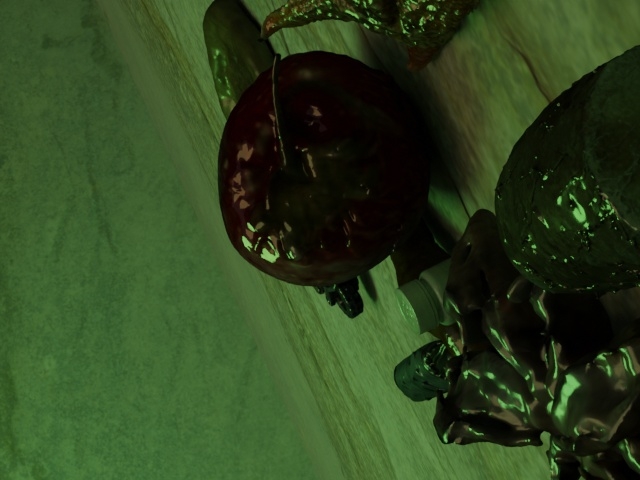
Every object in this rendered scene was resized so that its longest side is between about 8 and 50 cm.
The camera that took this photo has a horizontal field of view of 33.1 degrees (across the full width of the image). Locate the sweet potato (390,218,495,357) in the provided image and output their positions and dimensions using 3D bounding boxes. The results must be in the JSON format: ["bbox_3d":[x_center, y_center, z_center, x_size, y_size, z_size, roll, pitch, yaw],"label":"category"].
[{"bbox_3d":[0.099,0.038,0.915,0.067,0.067,0.274,78,170,-45],"label":"sweet potato"}]

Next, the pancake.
[{"bbox_3d":[-0.089,-0.176,1.412,0.294,0.049,0.294,159,90,-79],"label":"pancake"}]

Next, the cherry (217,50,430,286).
[{"bbox_3d":[-0.005,-0.063,0.911,0.249,0.175,0.192,-153,50,-75],"label":"cherry"}]

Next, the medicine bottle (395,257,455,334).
[{"bbox_3d":[0.103,0.038,0.830,0.047,0.083,0.047,60,168,21],"label":"medicine bottle"}]

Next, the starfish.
[{"bbox_3d":[0.027,-0.159,0.687,0.247,0.138,0.050,108,175,-84],"label":"starfish"}]

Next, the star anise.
[{"bbox_3d":[0.145,0.091,0.678,0.257,0.110,0.198,37,148,57],"label":"star anise"}]

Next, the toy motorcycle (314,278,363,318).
[{"bbox_3d":[0.000,0.000,1.261,0.118,0.084,0.212,46,163,40],"label":"toy motorcycle"}]

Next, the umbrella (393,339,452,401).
[{"bbox_3d":[0.112,0.125,1.041,0.250,0.052,0.053,118,130,-77],"label":"umbrella"}]

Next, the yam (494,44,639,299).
[{"bbox_3d":[0.140,-0.025,0.498,0.183,0.107,0.107,129,118,-79],"label":"yam"}]
